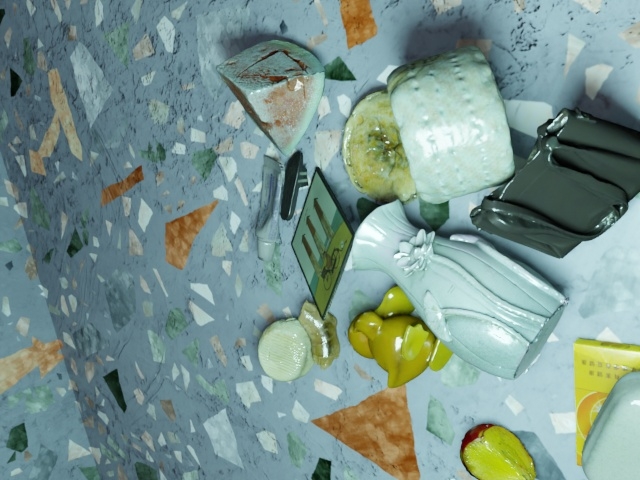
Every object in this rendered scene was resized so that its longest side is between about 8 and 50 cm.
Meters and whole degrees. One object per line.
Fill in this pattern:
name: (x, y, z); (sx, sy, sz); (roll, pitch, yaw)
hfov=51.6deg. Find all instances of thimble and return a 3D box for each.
thimble: (0.249, -0.225, 1.265); (0.195, 0.291, 0.291); (-14, 93, 13)

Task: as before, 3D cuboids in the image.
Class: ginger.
ginger: (-0.001, 0.245, 1.749); (0.069, 0.095, 0.190); (-10, 95, 61)

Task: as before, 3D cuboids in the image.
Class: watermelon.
watermelon: (-0.132, -0.347, 1.616); (0.213, 0.201, 0.262); (45, 131, 31)

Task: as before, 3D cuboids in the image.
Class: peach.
peach: (0.399, 0.479, 1.478); (0.172, 0.092, 0.127); (19, 119, 22)

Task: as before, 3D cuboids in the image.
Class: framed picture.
framed picture: (0.000, 0.000, 1.613); (0.324, 0.013, 0.244); (-116, 39, -52)

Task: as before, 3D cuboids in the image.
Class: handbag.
handbag: (0.433, -0.094, 1.185); (0.285, 0.257, 0.113); (-53, 37, 37)

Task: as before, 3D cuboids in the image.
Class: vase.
vase: (0.270, 0.090, 1.385); (0.445, 0.250, 0.250); (35, 122, 28)

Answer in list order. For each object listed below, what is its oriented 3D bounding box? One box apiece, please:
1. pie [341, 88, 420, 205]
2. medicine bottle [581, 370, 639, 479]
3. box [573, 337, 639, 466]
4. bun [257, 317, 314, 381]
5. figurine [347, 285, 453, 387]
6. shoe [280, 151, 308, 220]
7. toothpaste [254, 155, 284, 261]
pie: (0.158, -0.210, 1.506); (0.274, 0.055, 0.274); (12, 109, 38)
medicine bottle: (0.674, 0.403, 1.166); (0.375, 0.123, 0.282); (24, 119, 21)
box: (0.584, 0.334, 1.310); (0.152, 0.043, 0.269); (4, 105, 38)
bun: (-0.088, 0.296, 1.830); (0.164, 0.111, 0.188); (16, 110, 18)
figurine: (0.170, 0.226, 1.529); (0.228, 0.215, 0.215); (-120, 41, -52)
shoe: (-0.061, -0.137, 1.714); (0.071, 0.049, 0.179); (10, 91, 59)
toothpaste: (-0.138, -0.080, 1.785); (0.099, 0.068, 0.282); (16, 111, 29)
